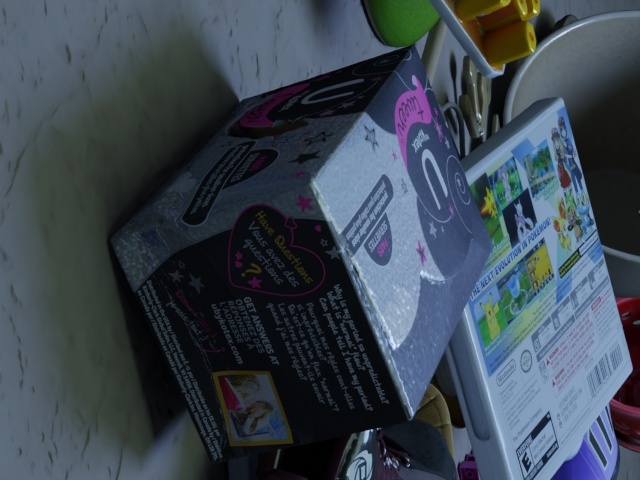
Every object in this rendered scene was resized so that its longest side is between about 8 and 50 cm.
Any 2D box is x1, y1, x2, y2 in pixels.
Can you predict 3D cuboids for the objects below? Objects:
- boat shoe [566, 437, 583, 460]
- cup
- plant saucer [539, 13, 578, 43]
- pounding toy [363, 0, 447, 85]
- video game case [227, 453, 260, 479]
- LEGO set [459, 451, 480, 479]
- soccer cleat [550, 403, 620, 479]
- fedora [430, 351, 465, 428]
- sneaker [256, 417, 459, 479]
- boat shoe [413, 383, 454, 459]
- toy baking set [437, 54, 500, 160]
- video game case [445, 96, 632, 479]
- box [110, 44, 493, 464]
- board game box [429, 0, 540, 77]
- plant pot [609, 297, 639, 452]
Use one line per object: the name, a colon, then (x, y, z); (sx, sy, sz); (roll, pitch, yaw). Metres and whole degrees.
boat shoe: (0.242, 0.135, 1.975); (0.076, 0.083, 0.226); (24, 54, -53)
cup: (0.361, -0.063, 2.030); (0.237, 0.331, 0.331); (94, 3, -61)
plant saucer: (0.317, -0.152, 2.271); (0.278, 0.041, 0.278); (-3, 90, -72)
pounding toy: (0.113, -0.248, 1.569); (0.237, 0.110, 0.183); (65, 29, -48)
video game case: (-0.033, 0.094, 1.227); (0.157, 0.019, 0.143); (-13, 100, -71)
LEGO set: (0.209, 0.302, 1.814); (0.093, 0.087, 0.227); (-60, 144, -58)
soccer cleat: (0.288, 0.177, 2.050); (0.318, 0.108, 0.116); (-78, 151, -46)
fedora: (0.155, 0.088, 1.681); (0.194, 0.079, 0.194); (-4, 90, -68)
sneaker: (0.033, 0.143, 1.206); (0.281, 0.106, 0.163); (-40, 139, -61)
boat shoe: (0.064, 0.249, 1.367); (0.096, 0.098, 0.277); (110, -15, -62)
toy baking set: (0.149, -0.073, 1.785); (0.256, 0.030, 0.197); (-64, 143, -56)
video game case: (0.194, 0.052, 1.642); (0.329, 0.036, 0.300); (-37, 114, -55)
box: (0.000, 0.000, 1.104); (0.163, 0.142, 0.247); (68, 23, -17)
board game box: (0.086, -0.391, 1.415); (0.390, 0.050, 0.390); (50, 37, -32)
plant pot: (0.454, 0.186, 2.400); (0.174, 0.191, 0.191); (63, 30, -58)
